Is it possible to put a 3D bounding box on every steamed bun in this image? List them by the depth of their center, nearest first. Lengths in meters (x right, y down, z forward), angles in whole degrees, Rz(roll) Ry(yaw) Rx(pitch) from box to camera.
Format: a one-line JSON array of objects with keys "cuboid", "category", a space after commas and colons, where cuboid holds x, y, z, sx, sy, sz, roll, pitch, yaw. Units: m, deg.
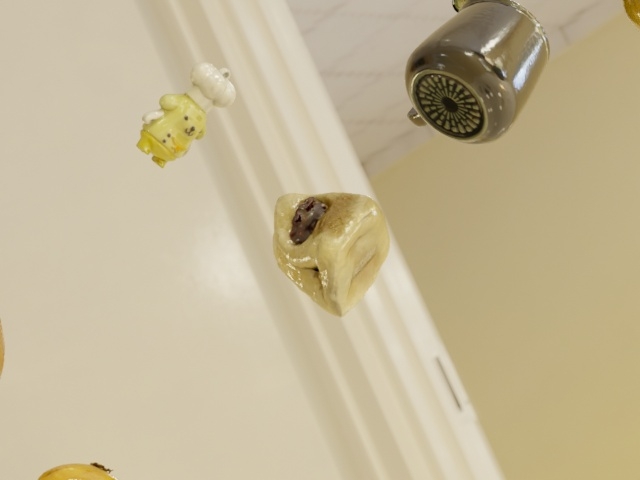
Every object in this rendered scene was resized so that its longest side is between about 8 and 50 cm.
[{"cuboid": [0.000, 0.000, 1.989, 0.141, 0.155, 0.172, -49, 152, -27], "category": "steamed bun"}]

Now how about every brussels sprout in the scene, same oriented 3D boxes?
[{"cuboid": [0.245, -0.384, 2.268, 0.046, 0.051, 0.083, -14, -166, -14], "category": "brussels sprout"}]

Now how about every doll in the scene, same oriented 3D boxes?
[{"cuboid": [-0.181, -0.174, 1.915, 0.162, 0.062, 0.106, -49, 145, -2], "category": "doll"}]

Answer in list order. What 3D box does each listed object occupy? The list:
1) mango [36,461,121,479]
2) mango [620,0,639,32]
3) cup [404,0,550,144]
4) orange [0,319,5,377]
[{"cuboid": [-0.264, 0.323, 1.665, 0.101, 0.187, 0.066, -63, -167, 15], "category": "mango"}, {"cuboid": [0.460, -0.284, 1.699, 0.137, 0.195, 0.098, -56, 166, -36], "category": "mango"}, {"cuboid": [0.204, -0.231, 1.948, 0.176, 0.169, 0.223, -53, -166, -30], "category": "cup"}, {"cuboid": [-0.537, 0.136, 1.804, 0.264, 0.264, 0.264, -23, 168, -5], "category": "orange"}]
